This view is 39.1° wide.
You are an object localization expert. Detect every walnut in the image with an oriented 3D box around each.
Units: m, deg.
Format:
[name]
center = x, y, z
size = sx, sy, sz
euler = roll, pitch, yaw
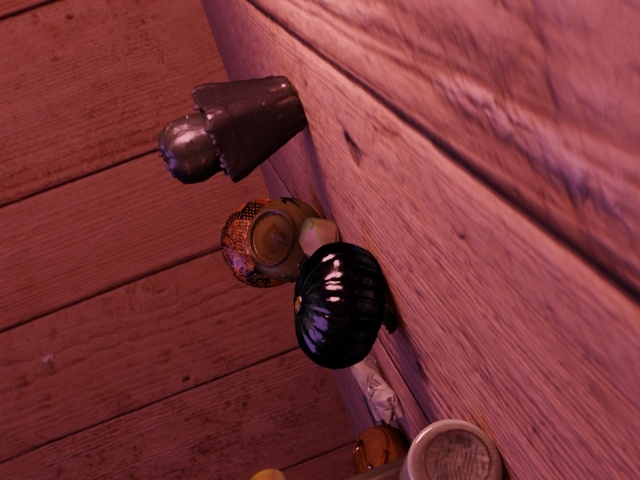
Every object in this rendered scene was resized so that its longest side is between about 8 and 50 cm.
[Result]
[walnut]
center = 0.135, 0.462, 1.854
size = 0.245, 0.137, 0.137
euler = -115, 5, -69

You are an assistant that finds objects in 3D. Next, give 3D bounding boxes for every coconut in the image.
[coconut]
center = 0.000, 0.000, 1.679
size = 0.082, 0.081, 0.083
euler = -63, 33, 21

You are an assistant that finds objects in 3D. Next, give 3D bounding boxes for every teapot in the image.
[teapot]
center = -0.045, 0.010, 1.878
size = 0.269, 0.173, 0.182
euler = 42, -164, 30

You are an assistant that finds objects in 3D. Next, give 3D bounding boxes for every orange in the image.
[orange]
center = -0.134, 0.006, 2.250
size = 0.182, 0.234, 0.234
euler = 74, 174, -74

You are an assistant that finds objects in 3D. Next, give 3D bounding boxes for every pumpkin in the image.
[pumpkin]
center = 0.027, 0.095, 1.338
size = 0.194, 0.150, 0.194
euler = 160, 90, -74

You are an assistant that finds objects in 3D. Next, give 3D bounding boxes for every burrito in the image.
[burrito]
center = 0.107, 0.288, 1.801
size = 0.203, 0.064, 0.064
euler = -124, 14, -60

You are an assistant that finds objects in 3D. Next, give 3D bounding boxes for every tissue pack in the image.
[tissue pack]
center = 0.135, 0.427, 2.242
size = 0.193, 0.026, 0.122
euler = -117, 9, -51

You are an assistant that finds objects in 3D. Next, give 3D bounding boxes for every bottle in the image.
[bottle]
center = 0.148, 0.280, 1.070
size = 0.245, 0.104, 0.104
euler = 84, 165, -69

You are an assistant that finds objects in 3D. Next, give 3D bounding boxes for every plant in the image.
[plant]
center = -0.155, -0.192, 1.531
size = 0.141, 0.256, 0.164
euler = 65, 175, -34

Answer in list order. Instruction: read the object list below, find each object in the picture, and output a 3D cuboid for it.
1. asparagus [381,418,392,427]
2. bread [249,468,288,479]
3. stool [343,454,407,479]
[asparagus]
center = 0.162, 0.432, 2.019
size = 0.022, 0.023, 0.233
euler = -53, 43, 29
[bread]
center = -0.075, 0.479, 1.487
size = 0.213, 0.105, 0.213
euler = 157, 90, -84
[stool]
center = 0.124, 0.528, 1.531
size = 0.170, 0.244, 0.269
euler = 96, 153, -80
